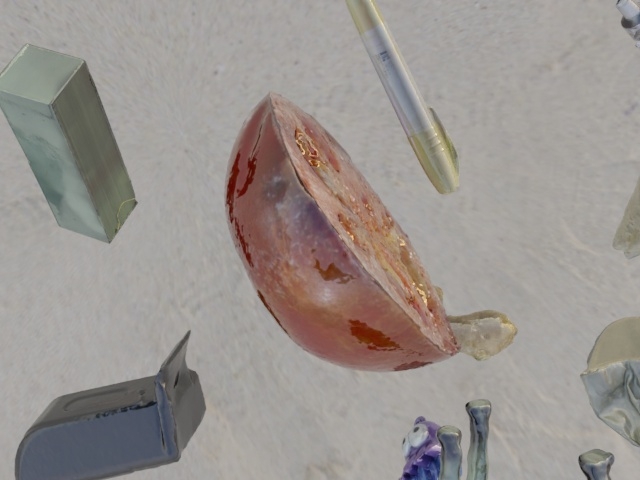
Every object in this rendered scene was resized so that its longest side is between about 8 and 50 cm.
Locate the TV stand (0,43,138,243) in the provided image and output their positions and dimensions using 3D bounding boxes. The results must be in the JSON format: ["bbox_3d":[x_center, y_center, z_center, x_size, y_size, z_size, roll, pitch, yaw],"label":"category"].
[{"bbox_3d":[-0.310,-0.113,1.295,0.088,0.269,0.083,17,57,17],"label":"TV stand"}]

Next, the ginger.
[{"bbox_3d":[0.152,0.095,1.367,0.214,0.059,0.133,0,51,-6],"label":"ginger"}]

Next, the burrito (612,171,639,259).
[{"bbox_3d":[0.424,-0.061,1.304,0.087,0.226,0.060,-31,58,-29],"label":"burrito"}]

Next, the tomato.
[{"bbox_3d":[-0.006,0.009,1.108,0.144,0.338,0.338,-36,99,11],"label":"tomato"}]

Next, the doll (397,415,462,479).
[{"bbox_3d":[0.144,0.305,1.330,0.067,0.206,0.110,25,122,-27],"label":"doll"}]

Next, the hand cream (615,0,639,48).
[{"bbox_3d":[0.543,-0.315,1.630,0.257,0.084,0.050,22,68,-40],"label":"hand cream"}]

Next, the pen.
[{"bbox_3d":[0.082,-0.151,1.017,0.040,0.032,0.233,-29,102,-15],"label":"pen"}]

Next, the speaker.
[{"bbox_3d":[-0.388,0.316,1.906,0.388,0.180,0.184,-17,107,18],"label":"speaker"}]

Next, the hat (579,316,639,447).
[{"bbox_3d":[0.551,0.218,1.670,0.214,0.245,0.149,-8,102,34],"label":"hat"}]

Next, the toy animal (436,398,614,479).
[{"bbox_3d":[0.114,0.200,0.644,0.073,0.217,0.176,-13,107,-30],"label":"toy animal"}]
